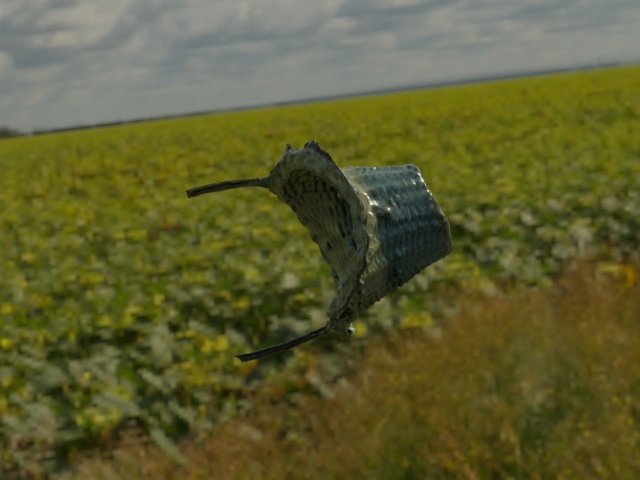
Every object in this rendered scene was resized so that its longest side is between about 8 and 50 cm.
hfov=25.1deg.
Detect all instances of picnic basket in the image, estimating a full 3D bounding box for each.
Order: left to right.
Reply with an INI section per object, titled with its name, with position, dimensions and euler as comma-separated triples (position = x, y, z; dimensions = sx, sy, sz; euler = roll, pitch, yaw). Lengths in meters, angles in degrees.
[picnic basket]
position = 0.000, 0.000, 0.484
dimensions = 0.083, 0.065, 0.083
euler = -20, -18, -7
